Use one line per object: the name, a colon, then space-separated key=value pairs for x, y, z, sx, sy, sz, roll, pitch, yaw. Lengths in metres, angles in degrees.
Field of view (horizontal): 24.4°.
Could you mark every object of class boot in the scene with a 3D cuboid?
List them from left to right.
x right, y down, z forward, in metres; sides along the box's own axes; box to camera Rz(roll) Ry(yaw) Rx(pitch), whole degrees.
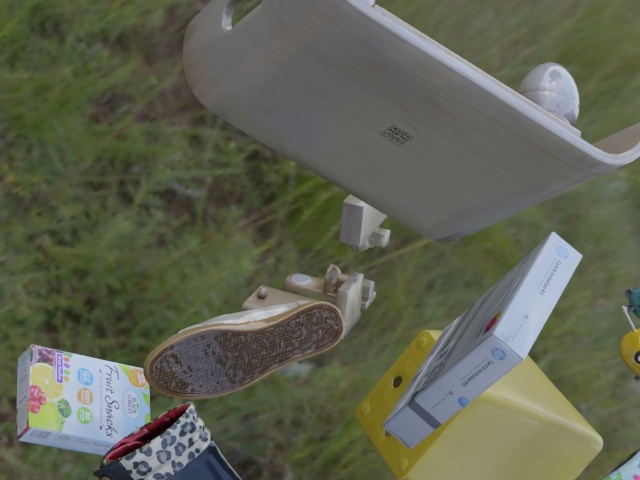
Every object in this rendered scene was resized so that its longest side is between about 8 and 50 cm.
boot: x=-0.149 y=0.264 z=1.264 sx=0.179 sy=0.236 sz=0.085 roll=56 pitch=2 yaw=-13

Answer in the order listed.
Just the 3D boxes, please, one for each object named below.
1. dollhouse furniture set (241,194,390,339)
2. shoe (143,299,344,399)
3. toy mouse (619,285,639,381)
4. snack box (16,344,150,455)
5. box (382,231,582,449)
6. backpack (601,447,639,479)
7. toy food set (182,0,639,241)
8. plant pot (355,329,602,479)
dollhouse furniture set: x=0.000 y=0.000 z=1.674 sx=0.144 sy=0.123 sz=0.151 roll=-46 pitch=146 yaw=-58
shoe: x=-0.082 y=0.113 z=1.550 sx=0.219 sy=0.058 sz=0.077 roll=-14 pitch=98 yaw=-19
toy mouse: x=0.329 y=0.096 z=1.464 sx=0.161 sy=0.031 sz=0.143 roll=62 pitch=33 yaw=-20
snack box: x=-0.252 y=0.174 z=1.582 sx=0.141 sy=0.037 sz=0.100 roll=16 pitch=51 yaw=-29
box: x=0.141 y=0.089 z=1.306 sx=0.038 sy=0.186 sz=0.145 roll=39 pitch=47 yaw=-1
backpack: x=0.435 y=0.392 z=1.951 sx=0.253 sy=0.191 sz=0.225 roll=-35 pitch=138 yaw=-50
toy food set: x=0.068 y=-0.115 z=1.110 sx=0.306 sy=0.219 sz=0.092 roll=29 pitch=63 yaw=-20
plant pot: x=0.170 y=0.231 z=1.803 sx=0.187 sy=0.212 sz=0.212 roll=31 pitch=12 yaw=-36
